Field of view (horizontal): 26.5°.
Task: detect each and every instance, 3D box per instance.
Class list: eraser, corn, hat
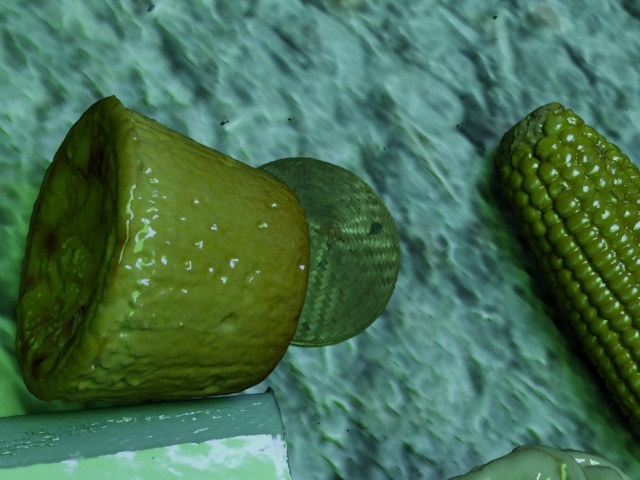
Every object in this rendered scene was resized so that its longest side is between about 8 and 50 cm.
[{"bbox_3d":[-0.132,0.192,0.889,0.227,0.081,0.174,-4,75,-17],"label":"eraser"},{"bbox_3d":[0.238,0.042,1.020,0.119,0.119,0.321,-33,83,-21],"label":"corn"},{"bbox_3d":[0.000,0.000,0.981,0.146,0.067,0.146,4,76,-16],"label":"hat"}]

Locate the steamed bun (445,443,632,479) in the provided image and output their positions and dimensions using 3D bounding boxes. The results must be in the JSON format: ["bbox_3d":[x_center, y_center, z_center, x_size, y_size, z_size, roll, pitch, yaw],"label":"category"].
[{"bbox_3d":[0.120,0.277,0.847,0.276,0.289,0.203,-45,53,12],"label":"steamed bun"}]

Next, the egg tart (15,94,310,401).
[{"bbox_3d":[-0.104,0.016,0.894,0.147,0.203,0.202,12,73,-29],"label":"egg tart"}]
